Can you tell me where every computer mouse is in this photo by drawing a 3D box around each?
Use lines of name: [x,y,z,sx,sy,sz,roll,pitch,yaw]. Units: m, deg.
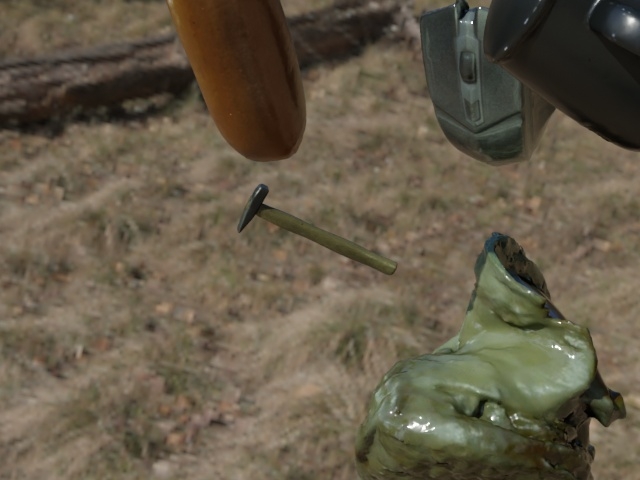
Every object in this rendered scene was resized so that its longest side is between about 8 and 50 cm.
computer mouse: [0.163,-0.148,1.294,0.126,0.231,0.071,11,56,24]

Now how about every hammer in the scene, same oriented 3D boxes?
hammer: [0.000,0.000,1.467,0.199,0.062,0.013,25,22,-23]

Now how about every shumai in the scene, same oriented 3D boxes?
shumai: [0.197,0.162,1.480,0.292,0.288,0.330,4,-23,8]

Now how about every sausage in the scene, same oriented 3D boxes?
sausage: [-0.077,-0.187,1.180,0.105,0.274,0.105,-9,47,10]

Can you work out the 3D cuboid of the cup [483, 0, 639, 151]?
cup: [0.223,-0.162,0.947,0.176,0.169,0.223,28,14,-8]
